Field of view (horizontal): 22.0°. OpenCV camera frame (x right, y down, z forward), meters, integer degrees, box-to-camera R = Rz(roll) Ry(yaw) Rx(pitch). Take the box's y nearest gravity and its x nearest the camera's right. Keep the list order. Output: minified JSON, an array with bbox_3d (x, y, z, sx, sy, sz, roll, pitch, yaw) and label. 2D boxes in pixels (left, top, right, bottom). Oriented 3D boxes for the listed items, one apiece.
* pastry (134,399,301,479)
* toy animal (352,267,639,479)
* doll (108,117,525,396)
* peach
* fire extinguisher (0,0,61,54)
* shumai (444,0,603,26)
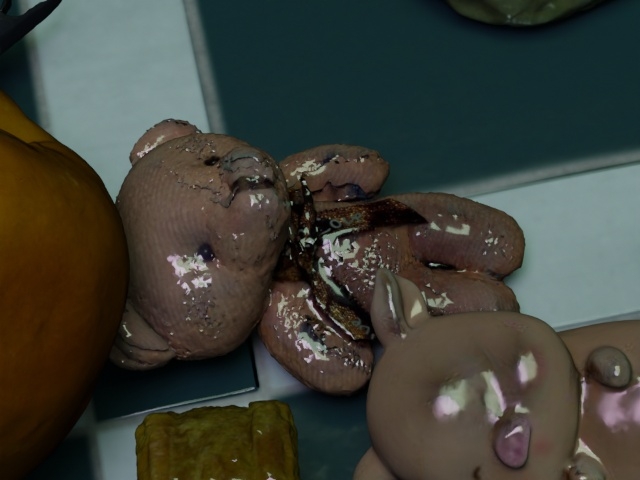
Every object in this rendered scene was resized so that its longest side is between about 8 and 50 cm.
[{"bbox_3d":[-0.062,0.189,1.044,0.103,0.188,0.188,-3,64,-3],"label":"pastry"},{"bbox_3d":[0.151,0.114,1.093,0.250,0.154,0.166,6,81,-5],"label":"toy animal"},{"bbox_3d":[0.000,0.000,1.156,0.303,0.156,0.201,3,63,-2],"label":"doll"},{"bbox_3d":[-0.300,0.028,1.054,0.343,0.343,0.301,40,96,18],"label":"peach"},{"bbox_3d":[-0.379,-0.190,1.276,0.337,0.114,0.135,13,51,7],"label":"fire extinguisher"},{"bbox_3d":[0.144,-0.356,1.267,0.309,0.263,0.304,-3,62,-1],"label":"shumai"}]
